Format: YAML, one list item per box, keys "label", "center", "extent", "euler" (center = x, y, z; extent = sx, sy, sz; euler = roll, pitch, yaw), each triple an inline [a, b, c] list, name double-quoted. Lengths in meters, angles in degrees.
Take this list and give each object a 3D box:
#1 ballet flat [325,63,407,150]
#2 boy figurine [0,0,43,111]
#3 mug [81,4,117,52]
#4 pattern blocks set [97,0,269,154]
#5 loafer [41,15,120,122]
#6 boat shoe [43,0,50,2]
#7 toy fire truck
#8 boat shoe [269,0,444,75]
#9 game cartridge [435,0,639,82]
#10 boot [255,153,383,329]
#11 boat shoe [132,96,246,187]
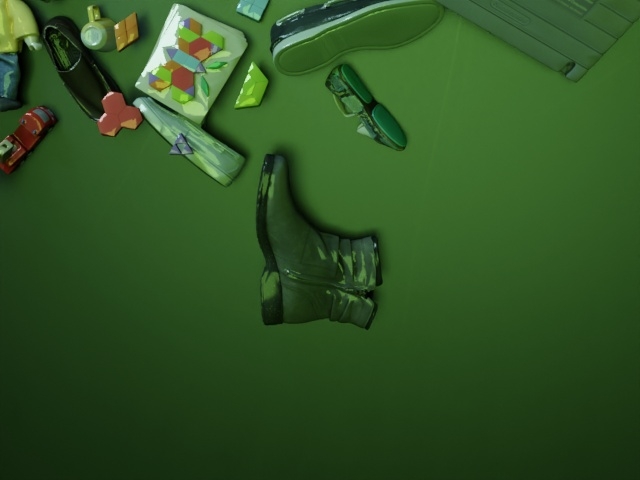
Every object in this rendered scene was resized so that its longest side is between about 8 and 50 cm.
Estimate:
- label: "ballet flat"
  center: [0.077, -0.226, 1.721]
  extent: [0.070, 0.070, 0.188]
  euler: [-36, 96, 13]
- label: "boy figurine"
  center: [-0.578, -0.375, 1.731]
  extent: [0.177, 0.092, 0.285]
  euler: [10, 107, 11]
- label: "mug"
  center: [-0.400, -0.370, 1.727]
  extent: [0.062, 0.064, 0.078]
  euler: [-39, 97, 14]
- label: "pattern blocks set"
  center: [-0.230, -0.309, 1.698]
  extent: [0.285, 0.026, 0.325]
  euler: [15, 88, 0]
- label: "loafer"
  center: [-0.436, -0.296, 1.741]
  extent: [0.080, 0.078, 0.220]
  euler: [-32, 98, 12]
- label: "boat shoe"
  center: [-0.452, -0.523, 1.696]
  extent: [0.070, 0.078, 0.219]
  euler: [25, 99, -34]
- label: "toy fire truck"
  center: [-0.569, -0.159, 1.760]
  extent: [0.047, 0.135, 0.192]
  euler: [44, 104, -6]
- label: "boat shoe"
  center: [0.056, -0.375, 1.658]
  extent: [0.302, 0.091, 0.114]
  euler: [-14, 147, 3]
- label: "game cartridge"
  center: [0.341, -0.423, 1.560]
  extent: [0.355, 0.068, 0.230]
  euler: [27, 130, -14]
- label: "boot"
  center: [0.000, 0.000, 1.764]
  extent: [0.223, 0.118, 0.338]
  euler: [-1, 115, 3]
- label: "boat shoe"
  center: [-0.232, -0.193, 1.755]
  extent: [0.227, 0.079, 0.081]
  euler: [40, 85, -3]
